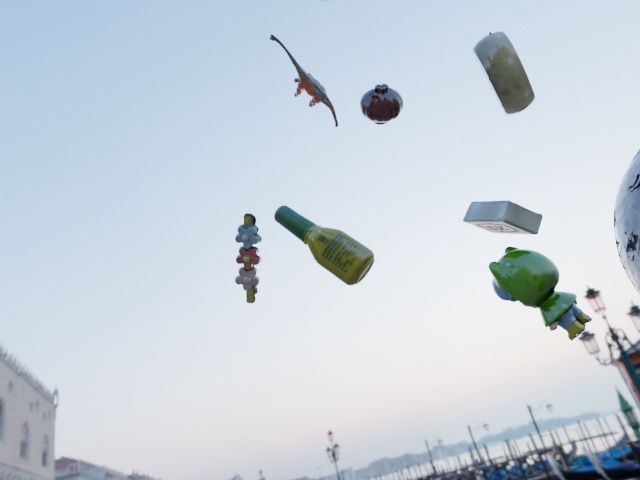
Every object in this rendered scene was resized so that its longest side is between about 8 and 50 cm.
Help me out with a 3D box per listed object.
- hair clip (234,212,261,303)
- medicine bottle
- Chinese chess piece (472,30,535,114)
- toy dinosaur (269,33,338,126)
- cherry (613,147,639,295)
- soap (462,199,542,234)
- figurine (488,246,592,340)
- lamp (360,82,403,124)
[{"bbox_3d":[-0.162,0.046,1.032,0.062,0.056,0.213,2,-63,3],"label":"hair clip"},{"bbox_3d":[0.000,0.000,1.054,0.095,0.260,0.064,-53,-22,-6],"label":"medicine bottle"},{"bbox_3d":[0.588,-0.534,1.478,0.102,0.273,0.273,-28,-30,24],"label":"Chinese chess piece"},{"bbox_3d":[-0.038,-0.401,1.171,0.279,0.055,0.101,38,-14,-25],"label":"toy dinosaur"},{"bbox_3d":[0.294,-0.008,0.290,0.195,0.195,0.195,-12,-28,-6],"label":"cherry"},{"bbox_3d":[0.493,-0.063,1.259,0.121,0.063,0.183,20,-3,-16],"label":"soap"},{"bbox_3d":[0.554,0.127,1.167,0.162,0.263,0.143,-35,-22,-25],"label":"figurine"},{"bbox_3d":[0.143,-0.318,1.076,0.101,0.101,0.090,-10,-48,-9],"label":"lamp"}]
